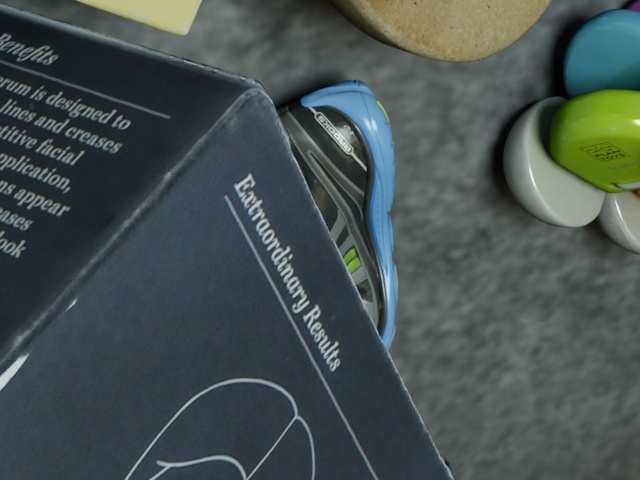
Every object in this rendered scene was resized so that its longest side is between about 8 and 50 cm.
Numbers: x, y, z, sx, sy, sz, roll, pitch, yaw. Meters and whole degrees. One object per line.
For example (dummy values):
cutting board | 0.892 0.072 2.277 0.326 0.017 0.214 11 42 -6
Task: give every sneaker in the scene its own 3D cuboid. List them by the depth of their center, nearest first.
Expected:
sneaker | 0.000 0.000 1.059 0.078 0.067 0.188 -10 126 -8

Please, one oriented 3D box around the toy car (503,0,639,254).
toy car | 0.202 -0.072 1.122 0.182 0.159 0.136 16 71 -42

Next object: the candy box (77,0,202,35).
candy box | -0.155 -0.216 0.781 0.316 0.087 0.183 16 104 -42

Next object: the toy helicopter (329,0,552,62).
toy helicopter | 0.101 -0.256 0.932 0.235 0.140 0.355 14 95 -35

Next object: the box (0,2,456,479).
box | -0.163 0.140 0.841 0.395 0.212 0.293 -49 137 -23
